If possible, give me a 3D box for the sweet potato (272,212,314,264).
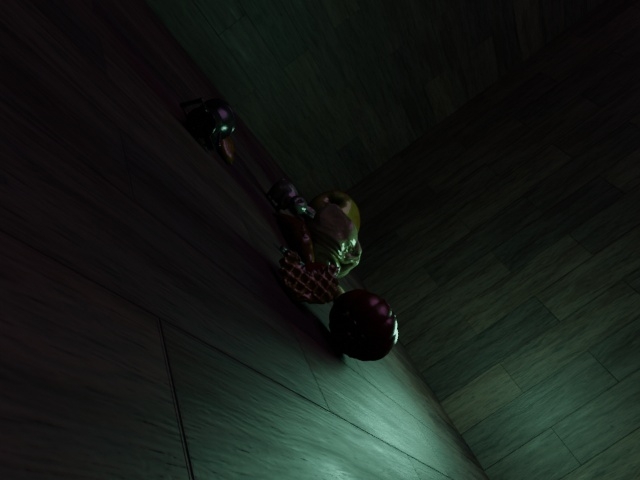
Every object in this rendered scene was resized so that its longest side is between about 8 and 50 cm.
[{"bbox_3d":[-0.084,-0.016,1.877,0.106,0.095,0.355,-2,37,-28],"label":"sweet potato"}]

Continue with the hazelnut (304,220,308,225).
[{"bbox_3d":[0.005,-0.006,2.204,0.201,0.170,0.160,28,-10,35],"label":"hazelnut"}]

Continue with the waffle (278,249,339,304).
[{"bbox_3d":[-0.028,0.103,1.324,0.194,0.051,0.149,8,69,-27],"label":"waffle"}]

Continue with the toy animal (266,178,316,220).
[{"bbox_3d":[-0.123,-0.179,2.176,0.251,0.127,0.125,32,30,16],"label":"toy animal"}]

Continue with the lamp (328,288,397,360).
[{"bbox_3d":[0.133,0.253,1.423,0.227,0.226,0.227,53,5,-7],"label":"lamp"}]

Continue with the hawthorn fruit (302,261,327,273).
[{"bbox_3d":[-0.021,0.120,1.426,0.125,0.125,0.140,52,6,-24],"label":"hawthorn fruit"}]

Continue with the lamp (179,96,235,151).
[{"bbox_3d":[-0.382,-0.395,1.590,0.227,0.147,0.172,-83,161,-71],"label":"lamp"}]

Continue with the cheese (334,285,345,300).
[{"bbox_3d":[0.076,0.223,2.042,0.127,0.050,0.255,48,8,-50],"label":"cheese"}]

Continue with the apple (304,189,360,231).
[{"bbox_3d":[0.069,-0.144,2.785,0.339,0.338,0.305,58,-7,39],"label":"apple"}]

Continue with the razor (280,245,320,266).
[{"bbox_3d":[-0.077,0.076,1.674,0.211,0.035,0.084,39,56,-40],"label":"razor"}]

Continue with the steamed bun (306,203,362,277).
[{"bbox_3d":[0.027,0.024,1.993,0.276,0.203,0.289,50,-31,19],"label":"steamed bun"}]

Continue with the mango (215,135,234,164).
[{"bbox_3d":[-0.376,-0.372,1.809,0.101,0.066,0.188,44,20,-60],"label":"mango"}]
